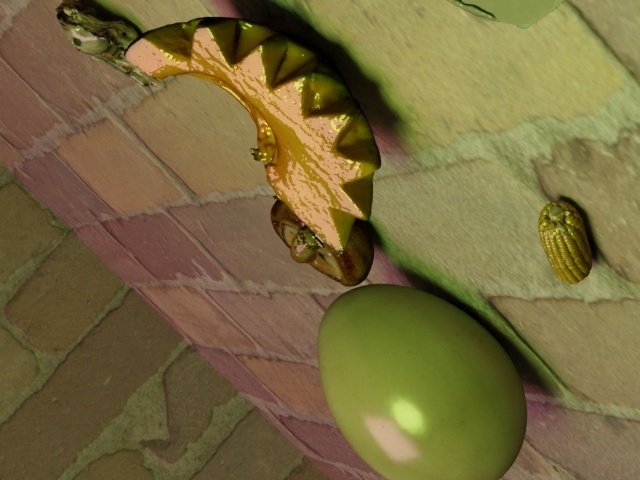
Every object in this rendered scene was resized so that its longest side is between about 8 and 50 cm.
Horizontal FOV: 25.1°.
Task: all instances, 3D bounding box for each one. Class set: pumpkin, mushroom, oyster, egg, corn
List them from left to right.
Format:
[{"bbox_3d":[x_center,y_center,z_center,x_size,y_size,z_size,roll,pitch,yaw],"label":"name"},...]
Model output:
[{"bbox_3d":[-0.241,-0.225,1.587,0.165,0.053,0.108,28,180,23],"label":"oyster"},{"bbox_3d":[-0.022,-0.132,1.242,0.254,0.149,0.130,42,125,-1],"label":"pumpkin"},{"bbox_3d":[0.000,0.000,1.532,0.127,0.087,0.127,40,162,16],"label":"mushroom"},{"bbox_3d":[0.102,0.153,1.509,0.254,0.188,0.188,48,167,14],"label":"egg"},{"bbox_3d":[0.194,0.004,1.133,0.037,0.037,0.092,33,166,32],"label":"corn"}]

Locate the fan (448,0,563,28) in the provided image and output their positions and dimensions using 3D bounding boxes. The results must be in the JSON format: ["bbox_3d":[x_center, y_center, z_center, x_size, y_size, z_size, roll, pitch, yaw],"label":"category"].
[{"bbox_3d":[0.043,-0.208,0.958,0.182,0.010,0.310,50,161,-26],"label":"fan"}]
